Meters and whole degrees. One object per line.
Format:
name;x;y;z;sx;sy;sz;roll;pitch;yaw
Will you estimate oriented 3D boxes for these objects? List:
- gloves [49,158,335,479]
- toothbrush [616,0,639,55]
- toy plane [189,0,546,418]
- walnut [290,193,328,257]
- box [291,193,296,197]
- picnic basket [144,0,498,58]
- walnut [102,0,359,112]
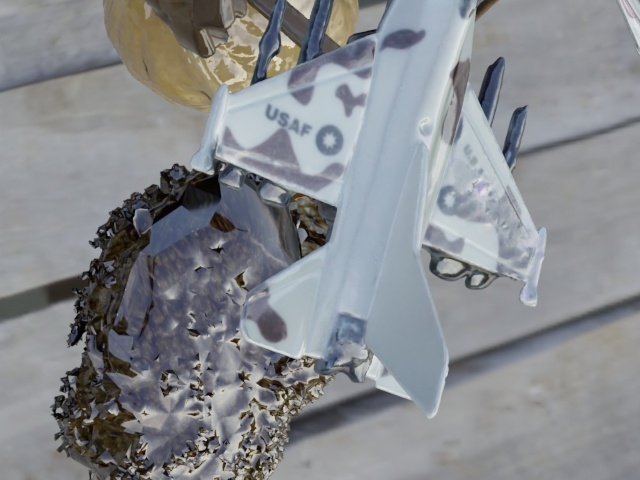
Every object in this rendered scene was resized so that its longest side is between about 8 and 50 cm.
gloves;-0.083;0.098;1.270;0.210;0.135;0.312;-6;112;-25
toothbrush;0.154;-0.177;1.076;0.204;0.017;0.022;54;43;-29
toy plane;0.027;-0.047;0.652;0.160;0.082;0.234;22;66;-35
walnut;0.000;0.000;1.549;0.121;0.052;0.091;28;85;16
box;-0.018;-0.067;1.387;0.023;0.082;0.051;-13;77;-40
picnic basket;-0.004;-0.267;1.406;0.321;0.254;0.291;40;43;-8
walnut;-0.081;-0.216;1.710;0.261;0.225;0.225;25;75;-64
